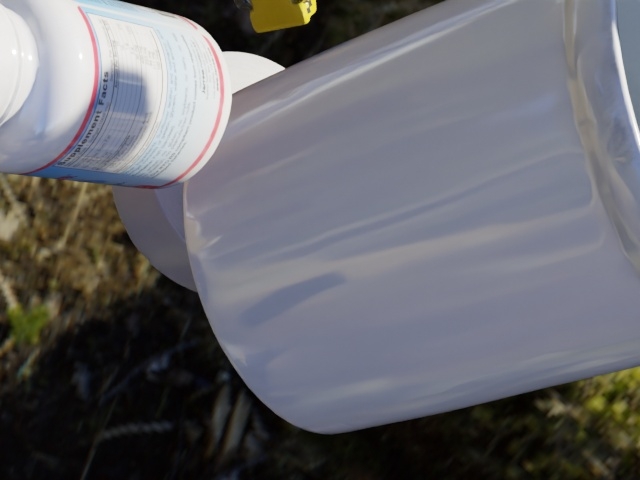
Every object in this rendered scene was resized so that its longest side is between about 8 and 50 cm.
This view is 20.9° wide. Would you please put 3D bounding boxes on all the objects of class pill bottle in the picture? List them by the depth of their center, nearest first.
[{"bbox_3d":[-0.119,-0.071,0.790,0.160,0.087,0.087,5,50,-57],"label":"pill bottle"}]

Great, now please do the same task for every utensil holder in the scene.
[{"bbox_3d":[0.133,-0.036,1.360,0.327,0.385,0.327,31,51,-47],"label":"utensil holder"}]

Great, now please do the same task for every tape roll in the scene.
[{"bbox_3d":[-0.081,-0.059,1.593,0.219,0.072,0.219,11,70,-33],"label":"tape roll"}]

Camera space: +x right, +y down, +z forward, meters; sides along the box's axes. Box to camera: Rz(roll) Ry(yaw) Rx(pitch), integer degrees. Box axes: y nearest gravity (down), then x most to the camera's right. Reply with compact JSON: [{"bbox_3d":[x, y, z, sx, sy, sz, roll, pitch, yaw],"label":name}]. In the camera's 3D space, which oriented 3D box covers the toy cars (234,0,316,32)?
[{"bbox_3d":[-0.136,-0.415,2.077,0.394,0.176,0.087,40,40,9],"label":"toy cars"}]
